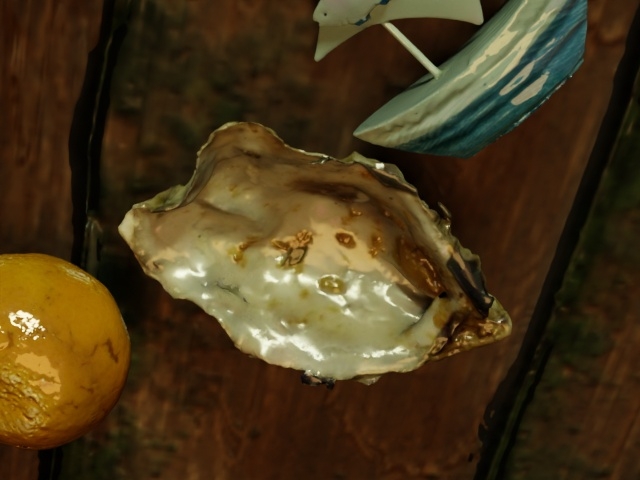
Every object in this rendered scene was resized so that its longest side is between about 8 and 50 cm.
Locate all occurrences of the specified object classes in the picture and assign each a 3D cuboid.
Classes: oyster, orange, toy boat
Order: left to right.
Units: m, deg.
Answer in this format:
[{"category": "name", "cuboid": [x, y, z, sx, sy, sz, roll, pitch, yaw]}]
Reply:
[{"category": "orange", "cuboid": [-0.115, 0.043, 0.618, 0.083, 0.070, 0.083, 5, 124, 8]}, {"category": "oyster", "cuboid": [0.005, 0.006, 0.608, 0.148, 0.051, 0.103, 35, 122, -9]}, {"category": "toy boat", "cuboid": [0.038, -0.098, 0.553, 0.105, 0.034, 0.149, -20, 114, 15]}]
